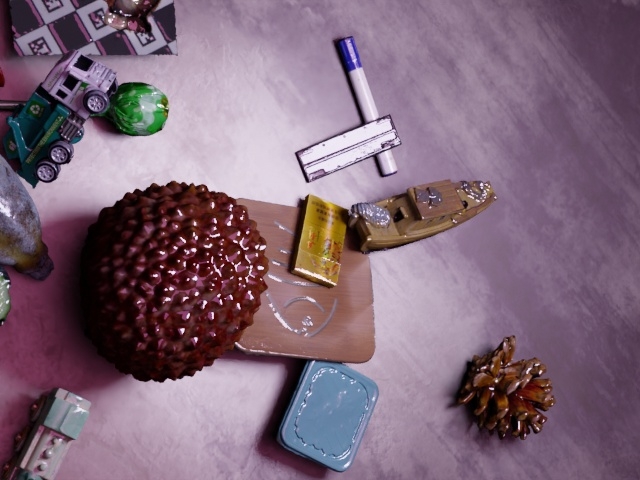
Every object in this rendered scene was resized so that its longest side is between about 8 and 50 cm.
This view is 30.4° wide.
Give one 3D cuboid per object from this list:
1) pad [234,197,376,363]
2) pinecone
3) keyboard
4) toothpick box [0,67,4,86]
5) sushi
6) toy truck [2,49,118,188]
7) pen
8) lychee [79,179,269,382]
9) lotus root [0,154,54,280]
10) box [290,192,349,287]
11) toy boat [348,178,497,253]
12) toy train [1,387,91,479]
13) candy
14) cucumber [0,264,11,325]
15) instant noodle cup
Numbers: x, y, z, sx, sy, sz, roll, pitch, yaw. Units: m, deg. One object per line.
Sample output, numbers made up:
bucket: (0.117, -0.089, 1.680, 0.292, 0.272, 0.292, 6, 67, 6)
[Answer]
pad: (-0.033, 0.072, 2.067, 0.286, 0.018, 0.284, 8, 66, -26)
pinecone: (0.353, 0.285, 2.208, 0.179, 0.150, 0.195, -43, 112, -23)
keyboard: (0.053, -0.168, 2.157, 0.198, 0.010, 0.064, -23, 93, -15)
toothpick box: (-0.545, -0.253, 1.862, 0.083, 0.047, 0.047, -25, 96, -28)
sushi: (-0.390, -0.441, 1.952, 0.292, 0.059, 0.294, -3, 86, -28)
toy truck: (-0.415, -0.195, 1.836, 0.116, 0.110, 0.216, 34, 112, -15)
pen: (0.089, -0.248, 2.192, 0.033, 0.033, 0.269, -22, 95, -27)
lychee: (-0.236, 0.068, 1.845, 0.330, 0.306, 0.306, -24, 98, 12)
lotus root: (-0.524, -0.056, 1.802, 0.322, 0.140, 0.158, 47, 67, -18)
box: (0.000, 0.000, 2.093, 0.089, 0.022, 0.156, 23, 60, -20)
toy boat: (0.195, -0.058, 2.168, 0.321, 0.121, 0.089, -15, 71, -31)
toy train: (-0.429, 0.320, 1.820, 0.080, 0.125, 0.194, 29, 72, -18)
candy: (-0.408, -0.216, 1.922, 0.323, 0.097, 0.097, -1, 85, -19)
cucumber: (-0.519, 0.073, 1.762, 0.115, 0.193, 0.086, 32, 63, -21)
instant noodle cup: (0.005, 0.303, 2.072, 0.157, 0.070, 0.179, 30, 71, -22)
